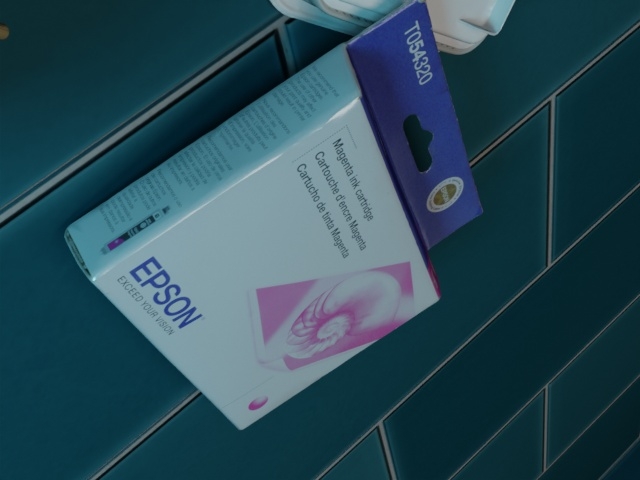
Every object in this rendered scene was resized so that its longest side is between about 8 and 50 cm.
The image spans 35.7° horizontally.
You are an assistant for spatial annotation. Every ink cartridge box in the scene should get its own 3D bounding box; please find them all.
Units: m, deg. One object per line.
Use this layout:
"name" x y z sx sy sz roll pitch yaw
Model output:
"ink cartridge box" 0.000 0.000 0.858 0.330 0.071 0.324 -33 145 -2

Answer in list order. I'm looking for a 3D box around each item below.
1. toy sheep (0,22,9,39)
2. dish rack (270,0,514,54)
"toy sheep" -0.220 -0.100 0.552 0.091 0.091 0.132 2 106 -51
"dish rack" 0.119 -0.301 0.779 0.285 0.072 0.333 2 118 -50
